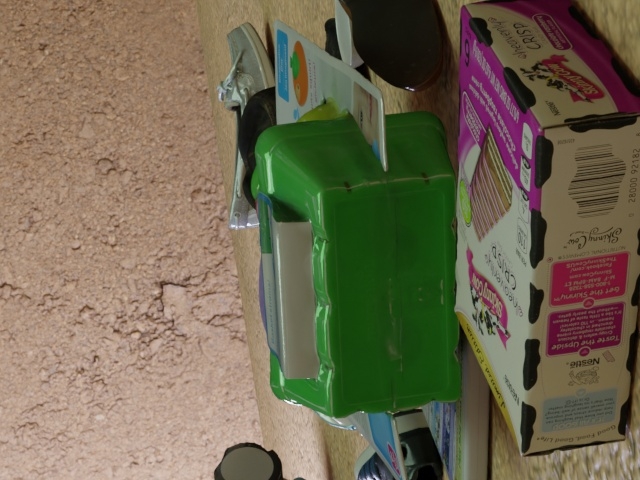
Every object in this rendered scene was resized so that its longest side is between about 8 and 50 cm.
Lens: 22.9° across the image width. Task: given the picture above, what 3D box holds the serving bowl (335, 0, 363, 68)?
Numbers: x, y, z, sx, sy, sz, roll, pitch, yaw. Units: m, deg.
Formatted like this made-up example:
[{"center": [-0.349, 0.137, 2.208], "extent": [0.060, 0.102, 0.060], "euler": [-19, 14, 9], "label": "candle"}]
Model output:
[{"center": [0.036, -0.217, 1.614], "extent": [0.083, 0.027, 0.083], "euler": [173, 90, -82], "label": "serving bowl"}]

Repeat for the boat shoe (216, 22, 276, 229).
[{"center": [-0.113, -0.177, 2.446], "extent": [0.118, 0.103, 0.320], "euler": [175, 88, -82], "label": "boat shoe"}]

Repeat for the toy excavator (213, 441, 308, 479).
[{"center": [-0.036, 0.562, 2.301], "extent": [0.433, 0.445, 0.222], "euler": [-50, -29, -39], "label": "toy excavator"}]

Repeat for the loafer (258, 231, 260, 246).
[{"center": [-0.040, -0.021, 2.110], "extent": [0.102, 0.092, 0.268], "euler": [94, 166, -56], "label": "loafer"}]

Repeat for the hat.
[{"center": [-0.023, -0.093, 1.782], "extent": [0.331, 0.134, 0.331], "euler": [171, 90, -82], "label": "hat"}]

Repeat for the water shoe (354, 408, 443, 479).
[{"center": [0.079, 0.242, 1.590], "extent": [0.203, 0.073, 0.080], "euler": [95, 162, -61], "label": "water shoe"}]

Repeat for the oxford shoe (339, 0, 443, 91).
[{"center": [0.067, -0.183, 1.358], "extent": [0.076, 0.076, 0.212], "euler": [50, -169, -38], "label": "oxford shoe"}]

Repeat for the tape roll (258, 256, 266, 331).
[{"center": [0.012, 0.025, 1.582], "extent": [0.189, 0.080, 0.189], "euler": [-33, 51, 56], "label": "tape roll"}]

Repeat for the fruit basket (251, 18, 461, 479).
[{"center": [0.000, 0.000, 1.328], "extent": [0.353, 0.165, 0.327], "euler": [-142, 46, -63], "label": "fruit basket"}]

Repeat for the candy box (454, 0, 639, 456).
[{"center": [0.134, -0.010, 0.954], "extent": [0.159, 0.071, 0.233], "euler": [-110, 14, -55], "label": "candy box"}]

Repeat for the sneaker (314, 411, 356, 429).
[{"center": [0.017, 0.122, 1.879], "extent": [0.092, 0.087, 0.229], "euler": [111, 147, -46], "label": "sneaker"}]

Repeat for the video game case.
[{"center": [0.114, 0.101, 1.386], "extent": [0.193, 0.023, 0.212], "euler": [-110, 15, -57], "label": "video game case"}]
